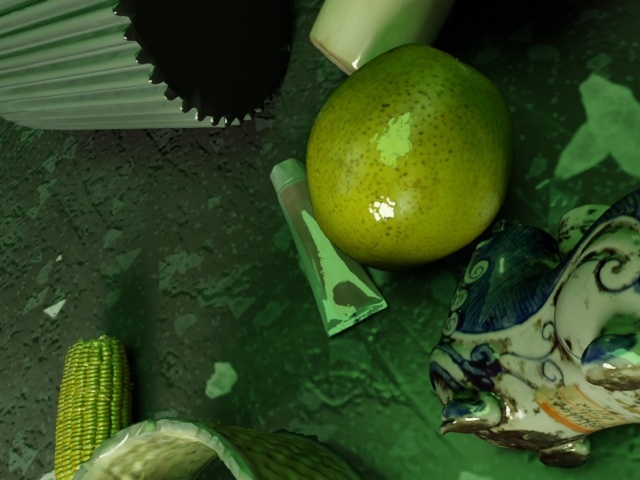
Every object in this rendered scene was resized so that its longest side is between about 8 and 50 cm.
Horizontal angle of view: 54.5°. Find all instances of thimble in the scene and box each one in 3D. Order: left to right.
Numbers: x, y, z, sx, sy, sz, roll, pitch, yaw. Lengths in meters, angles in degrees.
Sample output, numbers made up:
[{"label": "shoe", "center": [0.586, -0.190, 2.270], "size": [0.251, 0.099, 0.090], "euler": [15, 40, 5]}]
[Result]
[{"label": "thimble", "center": [-0.085, 0.275, 0.475], "size": [0.271, 0.150, 0.270], "euler": [-17, 60, 31]}]

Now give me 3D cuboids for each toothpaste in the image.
[{"label": "toothpaste", "center": [0.000, 0.000, 0.646], "size": [0.067, 0.043, 0.194], "euler": [-30, 64, 10]}]

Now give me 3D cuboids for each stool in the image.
[{"label": "stool", "center": [-0.251, -0.274, 0.750], "size": [0.330, 0.297, 0.297], "euler": [1, 69, 32]}]

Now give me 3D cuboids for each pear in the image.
[{"label": "pear", "center": [0.080, -0.067, 0.547], "size": [0.198, 0.198, 0.198], "euler": [-10, 64, 22]}]

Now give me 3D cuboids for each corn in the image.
[{"label": "corn", "center": [-0.242, 0.185, 0.667], "size": [0.085, 0.063, 0.165], "euler": [-24, 58, 27]}]

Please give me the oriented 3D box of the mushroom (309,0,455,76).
[{"label": "mushroom", "center": [0.098, -0.339, 0.573], "size": [0.354, 0.325, 0.352], "euler": [-6, 71, 17]}]

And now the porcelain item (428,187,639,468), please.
[{"label": "porcelain item", "center": [0.188, 0.047, 0.427], "size": [0.288, 0.138, 0.186], "euler": [-44, 26, 56]}]
